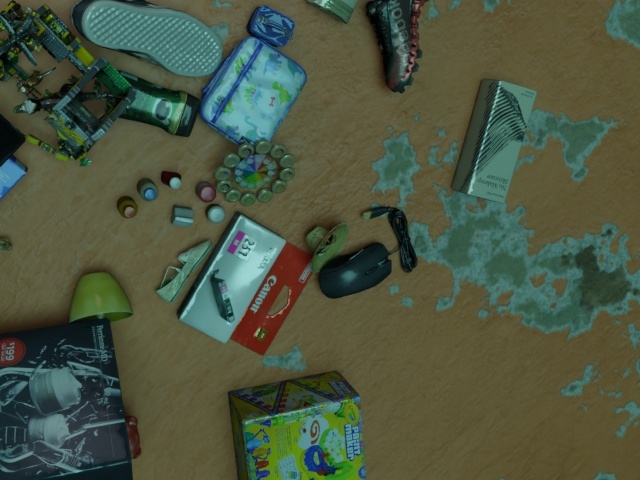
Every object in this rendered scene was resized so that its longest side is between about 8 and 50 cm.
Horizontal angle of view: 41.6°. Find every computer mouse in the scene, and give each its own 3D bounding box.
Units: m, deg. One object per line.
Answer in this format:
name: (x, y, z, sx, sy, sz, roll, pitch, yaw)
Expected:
computer mouse: (0.112, 0.026, 1.969, 0.261, 0.060, 0.184, -18, 106, -20)

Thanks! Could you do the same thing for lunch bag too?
lunch bag: (-0.151, -0.314, 1.809, 0.176, 0.090, 0.219, 34, 90, -18)
lunch bag: (-0.103, -0.455, 1.802, 0.098, 0.065, 0.067, 22, 95, -20)

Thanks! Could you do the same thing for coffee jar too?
coffee jar: (-0.347, -0.282, 1.757, 0.184, 0.079, 0.096, 17, 101, -19)

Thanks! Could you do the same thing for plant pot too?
plant pot: (-0.472, 0.122, 1.795, 0.134, 0.134, 0.095, -7, 77, -16)

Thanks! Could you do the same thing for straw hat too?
straw hat: (0.000, 0.000, 1.933, 0.061, 0.144, 0.145, 36, 90, 18)

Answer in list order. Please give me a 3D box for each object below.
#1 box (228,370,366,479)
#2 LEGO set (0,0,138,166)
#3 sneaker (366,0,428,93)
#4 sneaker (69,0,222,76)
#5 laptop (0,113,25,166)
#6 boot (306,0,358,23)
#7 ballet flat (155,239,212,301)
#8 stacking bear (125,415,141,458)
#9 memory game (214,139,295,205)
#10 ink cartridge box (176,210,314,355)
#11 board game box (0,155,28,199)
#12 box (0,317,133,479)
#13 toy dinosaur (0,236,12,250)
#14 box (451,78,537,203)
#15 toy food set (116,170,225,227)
box: (-0.052, 0.492, 1.974, 0.279, 0.177, 0.290, -8, 104, -15)
LEGO set: (-0.526, -0.273, 1.598, 0.254, 0.192, 0.331, -22, 118, 28)
sneaker: (0.159, -0.468, 1.865, 0.135, 0.097, 0.276, 4, 99, -18)
sneaker: (-0.352, -0.426, 1.710, 0.321, 0.127, 0.126, 11, 106, -44)
laptop: (-0.859, -0.159, 1.571, 0.407, 0.236, 0.382, -34, 113, 26)
boot: (0.012, -0.584, 1.805, 0.213, 0.077, 0.165, 32, 97, -16)
ballet flat: (-0.305, 0.060, 1.863, 0.052, 0.057, 0.168, 35, 90, -11)
stacking bear: (-0.537, 0.454, 1.831, 0.288, 0.164, 0.176, -10, 105, -20)
memory game: (-0.140, -0.145, 1.839, 0.186, 0.012, 0.186, -13, 138, -12)
ink cartridge box: (-0.157, 0.110, 1.918, 0.238, 0.060, 0.275, 30, 92, -20)
board game box: (-0.788, -0.170, 1.645, 0.233, 0.078, 0.347, -47, 111, -3)
box: (-0.552, 0.358, 1.684, 0.312, 0.343, 0.179, -8, 141, -17)
toy dinosaur: (-0.726, 0.043, 1.691, 0.064, 0.112, 0.211, 47, 43, 7)
box: (0.409, -0.235, 1.997, 0.113, 0.094, 0.275, 11, 98, -19)
toy food set: (-0.309, -0.084, 1.800, 0.232, 0.104, 0.111, 9, 99, -19)
